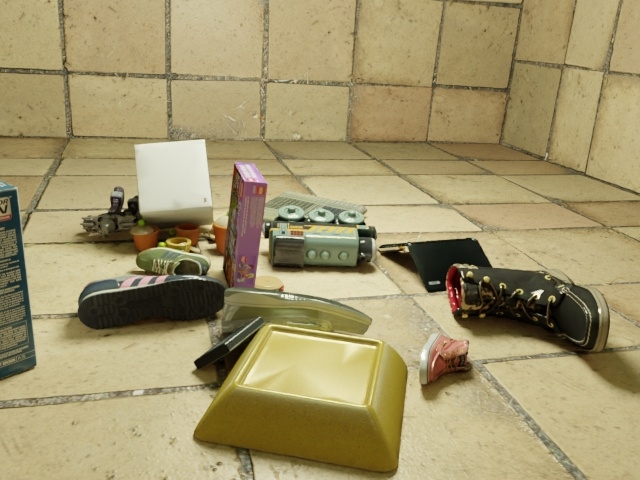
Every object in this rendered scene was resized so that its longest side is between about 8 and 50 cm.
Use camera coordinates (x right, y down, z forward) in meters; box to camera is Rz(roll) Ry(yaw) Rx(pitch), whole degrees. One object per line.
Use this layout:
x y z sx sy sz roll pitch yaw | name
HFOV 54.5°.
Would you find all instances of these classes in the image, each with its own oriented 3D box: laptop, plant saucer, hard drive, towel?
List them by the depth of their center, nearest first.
-0.014 0.248 1.108 0.332 0.081 0.333 6 19 9 | plant saucer
-0.177 0.199 1.221 0.094 0.022 0.135 -33 1 30 | hard drive
0.331 0.066 1.768 0.234 0.137 0.264 -3 -2 -22 | laptop
-0.043 -0.086 2.118 0.324 0.056 0.312 14 25 21 | towel

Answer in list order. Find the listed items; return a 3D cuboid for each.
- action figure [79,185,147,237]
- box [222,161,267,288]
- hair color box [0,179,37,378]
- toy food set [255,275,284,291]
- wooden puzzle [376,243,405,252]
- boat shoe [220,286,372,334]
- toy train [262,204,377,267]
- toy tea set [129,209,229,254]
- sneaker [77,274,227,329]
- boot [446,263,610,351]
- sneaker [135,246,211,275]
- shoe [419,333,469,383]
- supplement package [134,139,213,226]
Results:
-0.611 -0.069 1.885 0.185 0.099 0.285 10 23 -5 | action figure
-0.191 -0.029 1.537 0.057 0.294 0.201 3 18 -17 | box
-0.613 0.061 1.119 0.173 0.348 0.105 19 24 38 | hair color box
-0.134 0.111 1.562 0.082 0.020 0.083 -2 20 -17 | toy food set
0.204 0.025 1.885 0.116 0.014 0.078 -1 16 -14 | wooden puzzle
-0.051 0.168 1.328 0.320 0.103 0.118 8 0 -3 | boat shoe
0.000 0.000 1.755 0.333 0.142 0.190 4 31 -5 | toy train
-0.365 -0.033 1.771 0.335 0.124 0.200 -7 22 -29 | toy tea set
-0.368 0.111 1.380 0.318 0.112 0.131 -2 23 -19 | sneaker
0.455 0.141 1.412 0.284 0.138 0.377 5 15 -1 | boot
-0.380 0.062 1.586 0.192 0.064 0.086 5 14 -5 | sneaker
0.246 0.233 1.222 0.081 0.064 0.178 5 14 19 | shoe
-0.423 -0.156 1.829 0.199 0.198 0.263 -6 -8 -10 | supplement package
